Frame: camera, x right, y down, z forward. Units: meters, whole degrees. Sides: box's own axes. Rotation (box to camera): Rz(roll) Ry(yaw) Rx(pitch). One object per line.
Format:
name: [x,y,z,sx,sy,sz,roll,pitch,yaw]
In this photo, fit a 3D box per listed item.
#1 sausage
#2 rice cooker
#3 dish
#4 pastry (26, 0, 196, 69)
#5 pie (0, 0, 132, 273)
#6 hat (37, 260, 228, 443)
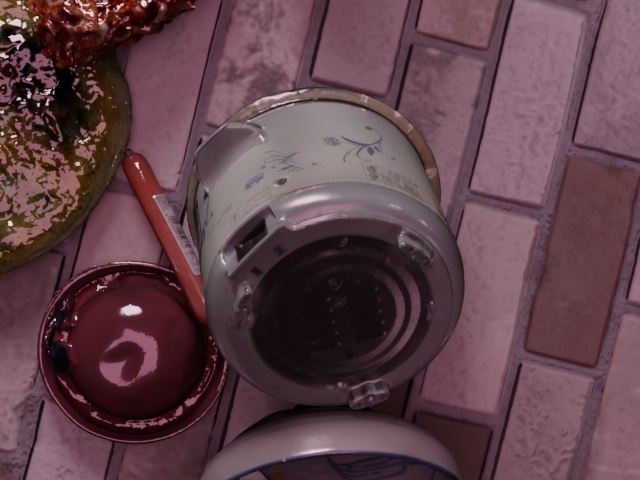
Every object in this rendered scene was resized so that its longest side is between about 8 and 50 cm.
sausage: [-0.157,-0.003,1.353,0.029,0.029,0.223,-27,75,-4]
rice cooker: [0.000,0.000,1.267,0.316,0.317,0.264,42,109,-3]
dish: [0.004,0.223,1.315,0.273,0.273,0.134,-4,54,-5]
pastry: [-0.201,-0.255,1.324,0.208,0.097,0.115,-36,88,-29]
pie: [-0.350,-0.128,1.345,0.323,0.070,0.323,0,89,-6]
hat: [-0.197,0.117,1.345,0.205,0.089,0.206,0,90,-4]
